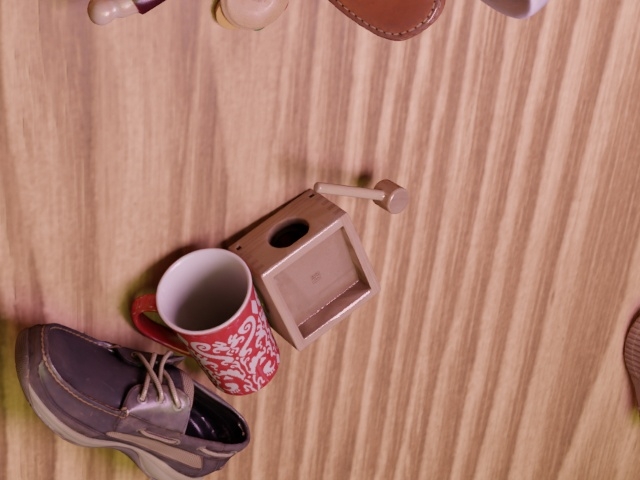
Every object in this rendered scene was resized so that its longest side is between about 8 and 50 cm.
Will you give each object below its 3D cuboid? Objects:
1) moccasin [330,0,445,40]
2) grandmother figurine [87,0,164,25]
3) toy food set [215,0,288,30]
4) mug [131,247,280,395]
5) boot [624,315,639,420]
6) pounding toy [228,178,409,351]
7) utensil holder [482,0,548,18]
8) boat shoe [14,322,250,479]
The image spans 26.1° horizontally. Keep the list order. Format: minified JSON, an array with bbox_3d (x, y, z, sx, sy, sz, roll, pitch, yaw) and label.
[{"bbox_3d":[-0.013,-0.341,1.240,0.139,0.147,0.380,-28,109,12],"label":"moccasin"},{"bbox_3d":[-0.178,-0.300,1.301,0.342,0.104,0.208,0,127,-27],"label":"grandmother figurine"},{"bbox_3d":[-0.068,-0.257,1.444,0.082,0.020,0.083,-5,124,-27],"label":"toy food set"},{"bbox_3d":[-0.126,0.095,1.614,0.113,0.150,0.169,-55,149,-21],"label":"mug"},{"bbox_3d":[0.559,0.161,2.078,0.206,0.090,0.248,-30,132,-24],"label":"boot"},{"bbox_3d":[0.001,-0.010,1.618,0.206,0.094,0.181,-36,128,-15],"label":"pounding toy"},{"bbox_3d":[0.227,-0.455,1.279,0.385,0.327,0.327,-42,132,-1],"label":"utensil holder"},{"bbox_3d":[-0.205,0.172,1.582,0.130,0.132,0.355,-26,145,18],"label":"boat shoe"}]
